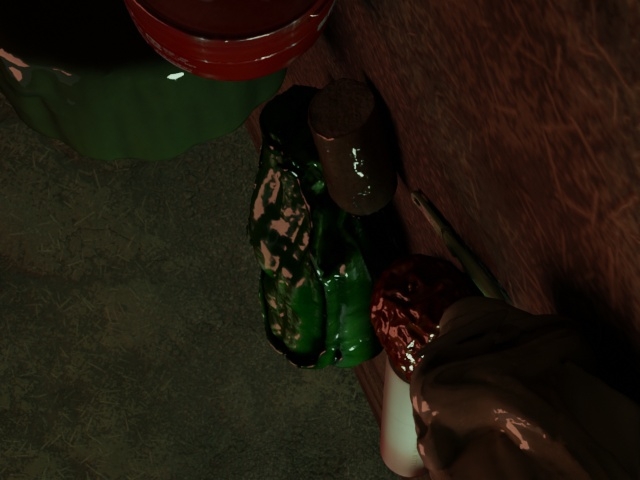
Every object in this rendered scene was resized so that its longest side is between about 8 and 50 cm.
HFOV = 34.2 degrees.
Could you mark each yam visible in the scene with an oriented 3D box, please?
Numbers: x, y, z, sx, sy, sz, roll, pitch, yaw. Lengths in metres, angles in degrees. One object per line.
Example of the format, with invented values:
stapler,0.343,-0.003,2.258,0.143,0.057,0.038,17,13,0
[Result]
yam,0.033,-0.092,1.052,0.084,0.084,0.127,61,177,38

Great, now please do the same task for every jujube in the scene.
jujube,0.113,0.088,0.968,0.176,0.109,0.112,55,-144,-46

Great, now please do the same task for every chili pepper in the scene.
chili pepper,0.011,-0.002,1.300,0.213,0.167,0.384,41,148,40

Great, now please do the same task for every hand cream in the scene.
hand cream,-0.074,-0.233,0.847,0.125,0.193,0.193,122,123,-83

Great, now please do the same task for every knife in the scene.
knife,0.124,0.006,0.955,0.030,0.014,0.207,62,179,-36

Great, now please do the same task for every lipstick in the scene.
lipstick,0.122,0.211,1.327,0.327,0.087,0.087,87,158,-60

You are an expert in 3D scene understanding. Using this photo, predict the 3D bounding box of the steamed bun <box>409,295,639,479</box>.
steamed bun,0.147,0.140,0.661,0.218,0.144,0.211,-34,-67,-67

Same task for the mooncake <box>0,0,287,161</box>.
mooncake,-0.200,-0.262,1.101,0.194,0.356,0.356,93,153,-62
